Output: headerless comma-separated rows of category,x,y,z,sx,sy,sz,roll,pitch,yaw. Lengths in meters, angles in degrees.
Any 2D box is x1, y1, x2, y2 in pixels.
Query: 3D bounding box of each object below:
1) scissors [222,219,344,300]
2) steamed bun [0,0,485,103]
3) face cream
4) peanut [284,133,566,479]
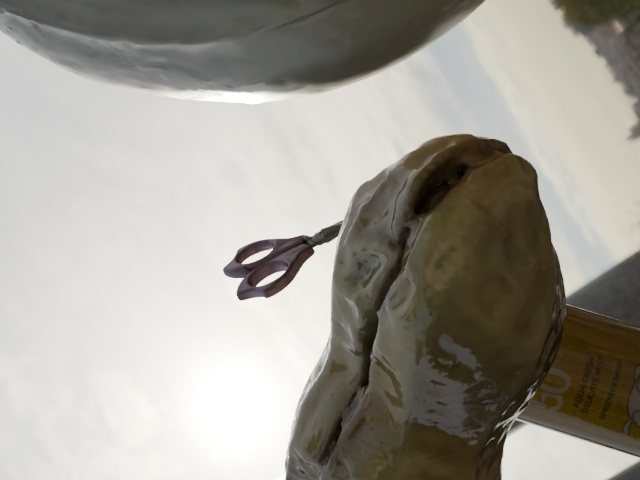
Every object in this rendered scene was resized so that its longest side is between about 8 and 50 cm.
scissors,0.000,0.000,1.129,0.110,0.212,0.021,49,163,59
steamed bun,-0.030,-0.188,0.399,0.283,0.283,0.177,57,-167,8
face cream,0.189,0.101,0.871,0.349,0.105,0.105,17,-160,3
peanut,0.049,0.075,0.557,0.130,0.290,0.130,7,-147,-5
